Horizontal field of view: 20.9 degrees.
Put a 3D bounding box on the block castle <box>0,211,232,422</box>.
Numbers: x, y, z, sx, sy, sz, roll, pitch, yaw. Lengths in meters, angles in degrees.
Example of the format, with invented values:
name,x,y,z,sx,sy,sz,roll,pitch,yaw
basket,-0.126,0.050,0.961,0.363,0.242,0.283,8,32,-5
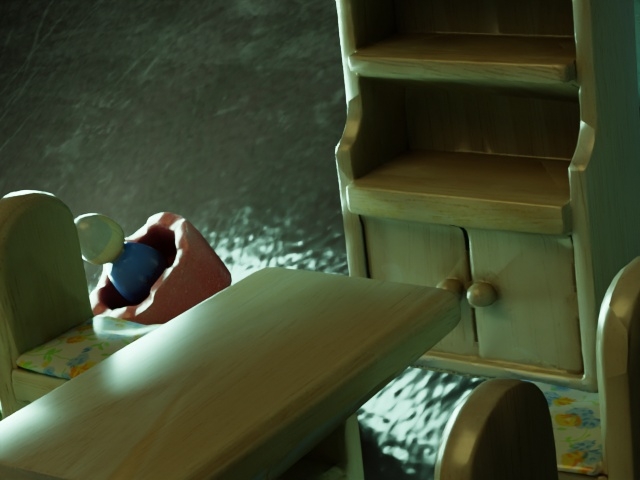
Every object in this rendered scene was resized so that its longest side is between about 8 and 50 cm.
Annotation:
name,x,y,z,sx,sy,sz,roll,pitch,yaw
block castle,-0.245,0.183,1.131,0.453,0.213,0.303,-22,38,34

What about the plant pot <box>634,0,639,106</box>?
name,x,y,z,sx,sy,sz,roll,pitch,yaw
plant pot,0.171,-0.250,1.154,0.290,0.195,0.290,-32,32,23

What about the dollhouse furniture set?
name,x,y,z,sx,sy,sz,roll,pitch,yaw
dollhouse furniture set,0.000,0.000,0.812,0.362,0.257,0.394,6,23,34
